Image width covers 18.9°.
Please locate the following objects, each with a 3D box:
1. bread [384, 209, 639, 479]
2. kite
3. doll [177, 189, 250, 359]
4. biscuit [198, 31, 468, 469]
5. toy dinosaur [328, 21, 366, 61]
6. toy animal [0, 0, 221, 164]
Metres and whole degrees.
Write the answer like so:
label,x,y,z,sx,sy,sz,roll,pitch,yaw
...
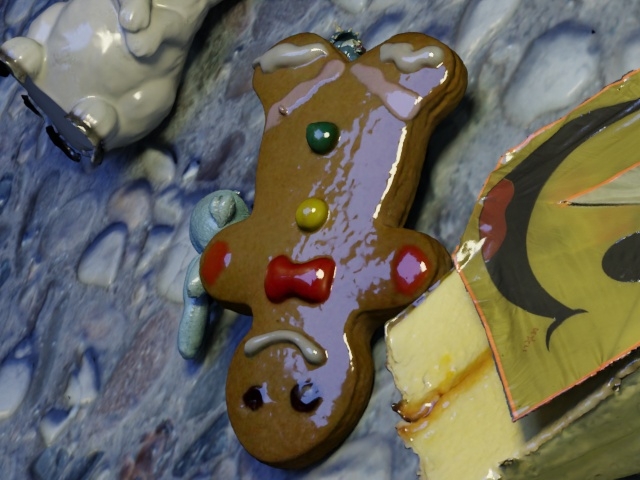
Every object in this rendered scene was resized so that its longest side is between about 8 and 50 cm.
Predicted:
label,x,y,z,sx,sy,sz,roll,pitch,yaw
bread,0.137,0.087,1.483,0.178,0.135,0.240,-15,39,-6
kite,0.239,-0.023,1.442,0.327,0.013,0.377,1,54,43
doll,-0.103,0.036,1.977,0.120,0.075,0.180,136,139,-87
biscuit,-0.001,-0.001,1.802,0.283,0.064,0.432,3,73,38
toy dinosaur,0.027,-0.197,2.029,0.047,0.030,0.083,-46,35,22
toy animal,-0.205,-0.265,2.285,0.357,0.194,0.258,-48,4,-11
